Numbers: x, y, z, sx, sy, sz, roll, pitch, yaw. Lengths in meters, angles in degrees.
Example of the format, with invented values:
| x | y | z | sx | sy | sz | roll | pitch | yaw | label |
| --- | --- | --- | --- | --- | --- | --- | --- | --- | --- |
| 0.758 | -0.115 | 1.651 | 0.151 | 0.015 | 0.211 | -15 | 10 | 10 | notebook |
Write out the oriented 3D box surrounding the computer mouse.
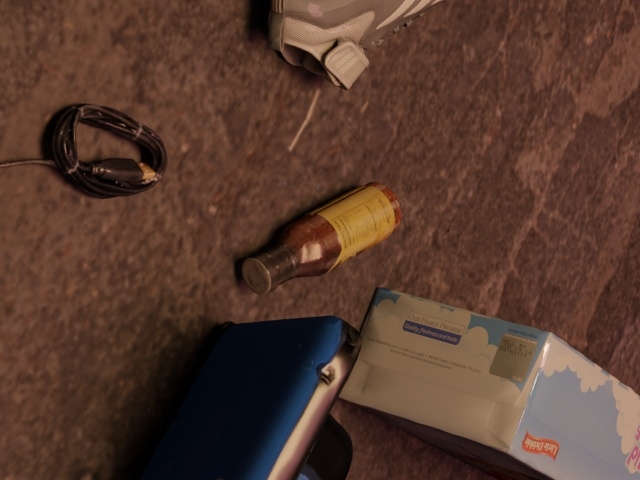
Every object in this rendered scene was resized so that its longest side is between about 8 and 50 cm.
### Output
| x | y | z | sx | sy | sz | roll | pitch | yaw | label |
| --- | --- | --- | --- | --- | --- | --- | --- | --- | --- |
| -0.165 | -0.035 | 0.829 | 0.242 | 0.041 | 0.071 | -12 | 108 | -48 | computer mouse |

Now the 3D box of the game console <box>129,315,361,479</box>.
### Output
| x | y | z | sx | sy | sz | roll | pitch | yaw | label |
| --- | --- | --- | --- | --- | --- | --- | --- | --- | --- |
| -0.047 | 0.211 | 0.946 | 0.173 | 0.250 | 0.293 | 35 | 71 | -21 | game console |

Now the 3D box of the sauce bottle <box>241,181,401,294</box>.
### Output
| x | y | z | sx | sy | sz | roll | pitch | yaw | label |
| --- | --- | --- | --- | --- | --- | --- | --- | --- | --- |
| 0.000 | 0.000 | 1.035 | 0.128 | 0.042 | 0.042 | -28 | 120 | -40 | sauce bottle |

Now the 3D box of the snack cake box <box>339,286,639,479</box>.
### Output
| x | y | z | sx | sy | sz | roll | pitch | yaw | label |
| --- | --- | --- | --- | --- | --- | --- | --- | --- | --- |
| 0.153 | 0.131 | 1.164 | 0.264 | 0.152 | 0.089 | 33 | 74 | -49 | snack cake box |

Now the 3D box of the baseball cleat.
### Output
| x | y | z | sx | sy | sz | roll | pitch | yaw | label |
| --- | --- | --- | --- | --- | --- | --- | --- | --- | --- |
| 0.037 | -0.157 | 1.028 | 0.206 | 0.072 | 0.109 | -10 | 122 | -43 | baseball cleat |
